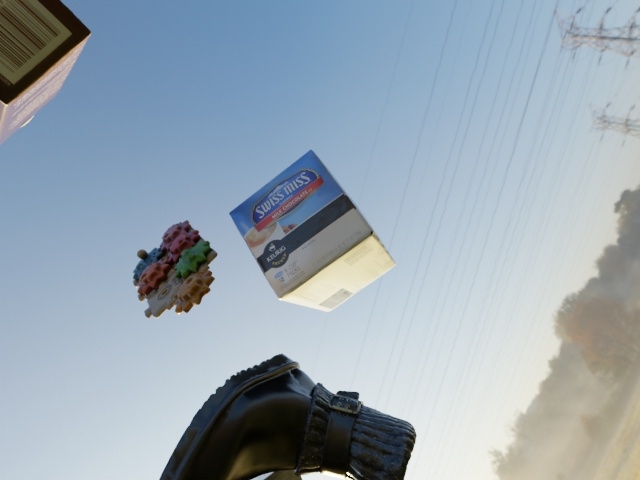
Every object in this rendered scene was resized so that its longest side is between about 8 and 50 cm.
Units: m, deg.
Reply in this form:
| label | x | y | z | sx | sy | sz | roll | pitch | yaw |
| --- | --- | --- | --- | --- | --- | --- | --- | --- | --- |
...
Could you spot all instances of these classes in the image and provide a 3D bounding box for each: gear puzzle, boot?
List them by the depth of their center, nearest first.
| label | x | y | z | sx | sy | sz | roll | pitch | yaw |
| --- | --- | --- | --- | --- | --- | --- | --- | --- | --- |
| boot | -0.015 | 0.280 | 0.586 | 0.131 | 0.260 | 0.348 | -67 | -18 | 14 |
| gear puzzle | -0.284 | 0.054 | 0.833 | 0.175 | 0.338 | 0.044 | -47 | -57 | -9 |

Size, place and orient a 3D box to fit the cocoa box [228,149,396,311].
| label | x | y | z | sx | sy | sz | roll | pitch | yaw |
| --- | --- | --- | --- | --- | --- | --- | --- | --- | --- |
| cocoa box | 0.000 | 0.000 | 1.018 | 0.231 | 0.228 | 0.347 | -36 | -21 | 7 |

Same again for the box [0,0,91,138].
| label | x | y | z | sx | sy | sz | roll | pitch | yaw |
| --- | --- | --- | --- | --- | --- | --- | --- | --- | --- |
| box | -0.566 | -0.305 | 0.792 | 0.143 | 0.381 | 0.191 | 45 | -117 | -27 |

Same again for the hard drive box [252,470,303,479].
| label | x | y | z | sx | sy | sz | roll | pitch | yaw |
| --- | --- | --- | --- | --- | --- | --- | --- | --- | --- |
| hard drive box | -0.152 | 0.438 | 0.657 | 0.232 | 0.089 | 0.181 | -35 | -18 | 25 |
